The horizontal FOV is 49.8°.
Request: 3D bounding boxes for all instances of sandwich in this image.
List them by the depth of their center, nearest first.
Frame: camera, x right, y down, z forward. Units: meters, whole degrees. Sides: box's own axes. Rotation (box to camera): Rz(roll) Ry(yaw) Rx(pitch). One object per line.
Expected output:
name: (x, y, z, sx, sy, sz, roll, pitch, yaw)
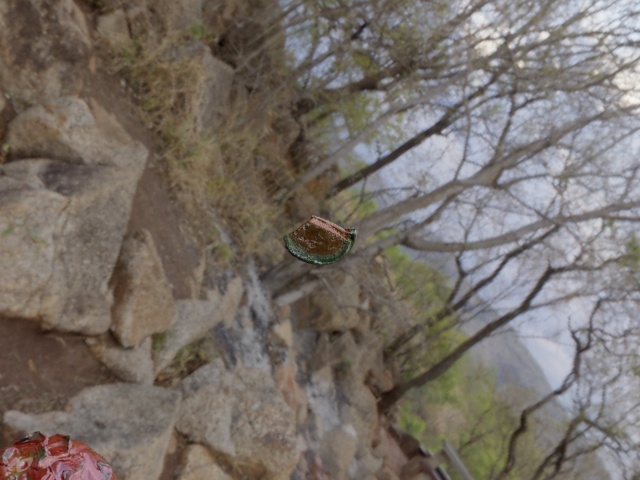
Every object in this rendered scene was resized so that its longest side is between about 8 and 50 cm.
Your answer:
sandwich: (-0.004, 0.003, 0.987, 0.101, 0.069, 0.026, 18, 15, 1)

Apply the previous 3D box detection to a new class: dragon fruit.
dragon fruit: (-0.437, 0.432, 1.103, 0.252, 0.241, 0.241, 40, 6, -24)
